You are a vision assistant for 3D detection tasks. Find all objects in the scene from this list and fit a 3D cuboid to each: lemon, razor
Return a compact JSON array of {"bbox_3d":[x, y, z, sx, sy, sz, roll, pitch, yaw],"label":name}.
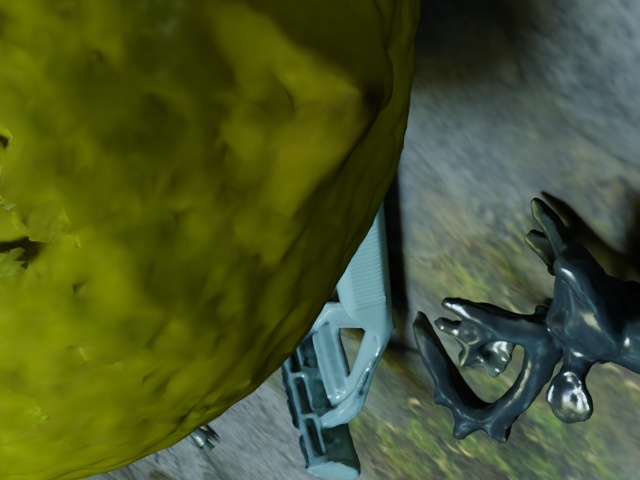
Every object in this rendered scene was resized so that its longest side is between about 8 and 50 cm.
[{"bbox_3d":[-0.133,-0.072,0.549,0.336,0.336,0.336,37,156,20],"label":"lemon"},{"bbox_3d":[0.011,-0.002,0.760,0.278,0.056,0.111,94,164,-54],"label":"razor"}]

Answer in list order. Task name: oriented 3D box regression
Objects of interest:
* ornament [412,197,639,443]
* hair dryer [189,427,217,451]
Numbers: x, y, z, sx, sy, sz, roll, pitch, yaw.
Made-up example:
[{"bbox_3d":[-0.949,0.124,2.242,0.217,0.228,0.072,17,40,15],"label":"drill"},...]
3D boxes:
[{"bbox_3d":[0.141,0.075,0.627,0.236,0.080,0.202,7,133,53],"label":"ornament"},{"bbox_3d":[-0.145,0.086,1.186,0.197,0.057,0.100,42,159,-14],"label":"hair dryer"}]
